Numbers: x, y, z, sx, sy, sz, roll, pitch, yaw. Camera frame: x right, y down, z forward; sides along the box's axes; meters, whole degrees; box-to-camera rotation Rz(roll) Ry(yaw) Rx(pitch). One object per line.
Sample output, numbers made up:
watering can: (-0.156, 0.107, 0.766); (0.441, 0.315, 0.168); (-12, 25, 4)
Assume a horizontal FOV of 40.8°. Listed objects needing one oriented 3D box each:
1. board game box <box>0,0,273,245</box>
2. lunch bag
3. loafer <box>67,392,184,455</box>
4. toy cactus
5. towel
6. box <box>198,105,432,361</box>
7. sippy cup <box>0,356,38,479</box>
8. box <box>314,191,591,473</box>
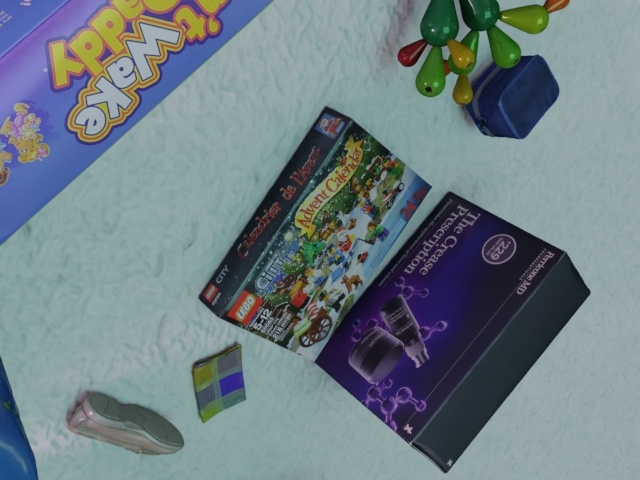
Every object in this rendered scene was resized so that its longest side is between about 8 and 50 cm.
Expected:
board game box: (-0.152, -0.163, 0.526); (0.347, 0.233, 0.078); (-44, 135, -10)
lunch bag: (0.209, -0.158, 0.961); (0.098, 0.065, 0.067); (-47, 122, -16)
loafer: (-0.192, 0.187, 0.850); (0.039, 0.045, 0.125); (-44, 131, 13)
toy cactus: (0.143, -0.247, 0.846); (0.219, 0.112, 0.180); (-45, 117, -7)
towel: (-0.107, 0.153, 0.920); (0.060, 0.009, 0.083); (-22, 128, -31)
box: (0.000, 0.000, 0.893); (0.159, 0.044, 0.233); (32, 92, -47)
sippy cup: (-0.307, 0.133, 0.580); (0.305, 0.224, 0.240); (20, 101, -45)
box: (0.145, 0.097, 0.978); (0.261, 0.184, 0.103); (-50, 137, -6)
